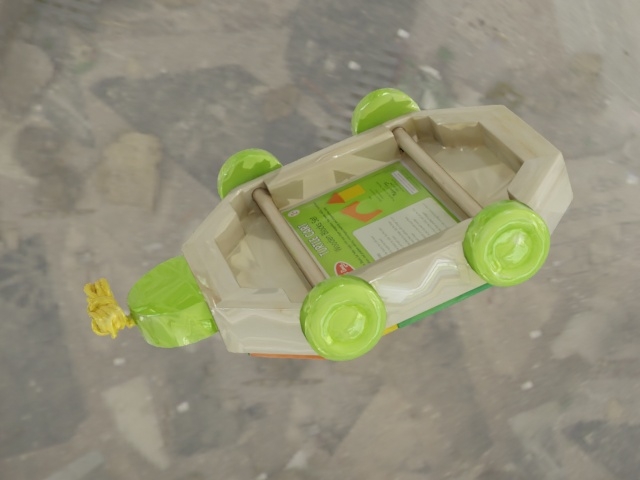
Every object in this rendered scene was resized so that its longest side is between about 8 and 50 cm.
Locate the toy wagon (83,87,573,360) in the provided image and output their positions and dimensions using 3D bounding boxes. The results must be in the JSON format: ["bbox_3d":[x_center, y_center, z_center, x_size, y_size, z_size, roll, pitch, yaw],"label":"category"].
[{"bbox_3d":[0.000,0.000,1.094,0.344,0.267,0.068,-25,118,-6],"label":"toy wagon"}]
